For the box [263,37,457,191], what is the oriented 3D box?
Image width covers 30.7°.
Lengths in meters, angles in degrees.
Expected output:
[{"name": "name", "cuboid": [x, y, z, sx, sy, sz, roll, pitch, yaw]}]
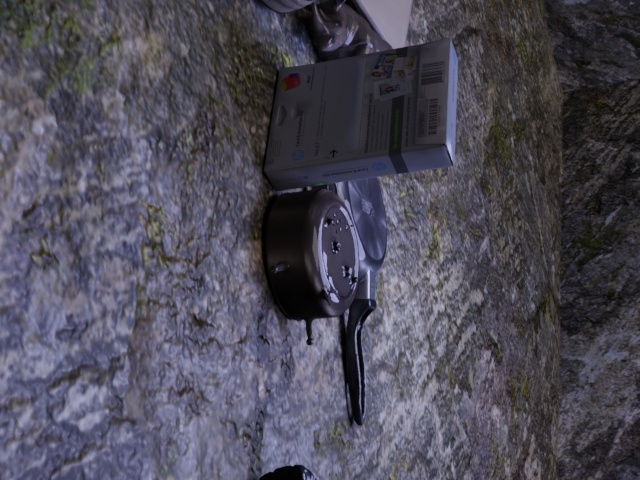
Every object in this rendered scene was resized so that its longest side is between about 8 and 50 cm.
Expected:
[{"name": "box", "cuboid": [0.042, -0.126, 1.169, 0.038, 0.186, 0.145, 62, 26, -49]}]

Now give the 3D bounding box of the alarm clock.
[{"name": "alarm clock", "cuboid": [0.000, 0.000, 1.177, 0.192, 0.064, 0.129, -77, 151, -45]}]

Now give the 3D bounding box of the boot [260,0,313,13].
[{"name": "boot", "cuboid": [0.024, -0.333, 1.051, 0.377, 0.284, 0.138, 37, 48, -65]}]

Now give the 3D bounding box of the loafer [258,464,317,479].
[{"name": "loafer", "cuboid": [-0.026, 0.289, 0.963, 0.078, 0.076, 0.223, 59, 25, -33]}]

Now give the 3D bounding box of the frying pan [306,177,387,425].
[{"name": "frying pan", "cuboid": [0.031, 0.019, 1.300, 0.197, 0.053, 0.326, 53, 31, -52]}]

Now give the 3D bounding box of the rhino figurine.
[{"name": "rhino figurine", "cuboid": [0.033, -0.220, 1.359, 0.243, 0.073, 0.106, 36, 52, -62]}]

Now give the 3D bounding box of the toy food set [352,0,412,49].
[{"name": "toy food set", "cuboid": [0.042, -0.370, 1.457, 0.306, 0.093, 0.219, 43, 54, -59]}]
